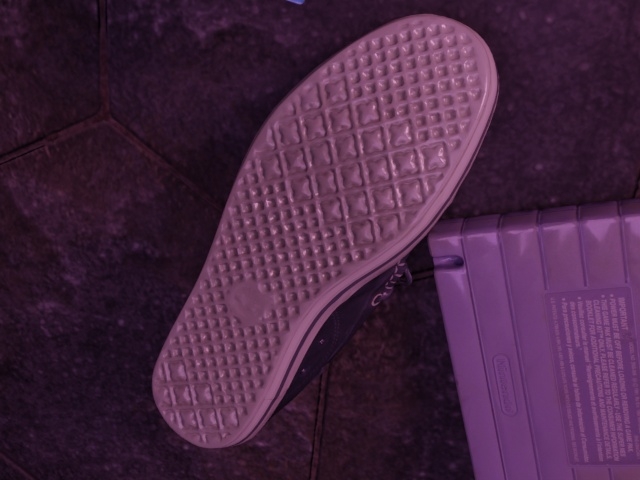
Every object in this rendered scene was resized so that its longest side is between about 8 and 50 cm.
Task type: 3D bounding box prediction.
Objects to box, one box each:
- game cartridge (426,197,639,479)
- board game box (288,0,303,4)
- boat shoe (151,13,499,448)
[{"bbox_3d":[0.256,0.135,0.818,0.230,0.068,0.355,-8,110,17],"label":"game cartridge"},{"bbox_3d":[-0.011,-0.381,0.592,0.316,0.064,0.242,-56,48,28],"label":"board game box"},{"bbox_3d":[0.000,0.000,0.786,0.187,0.156,0.500,39,113,15],"label":"boat shoe"}]
